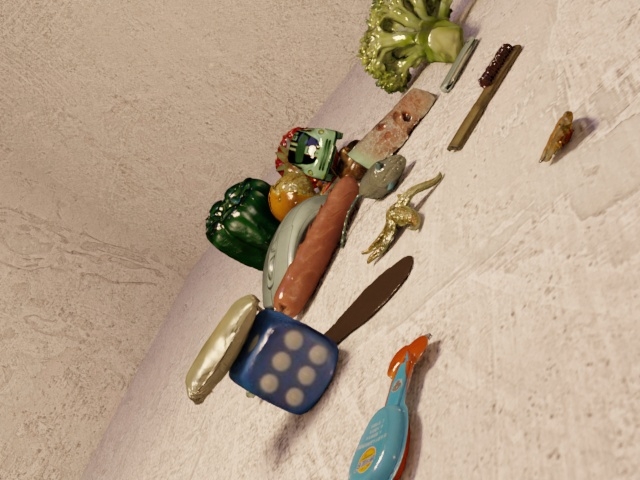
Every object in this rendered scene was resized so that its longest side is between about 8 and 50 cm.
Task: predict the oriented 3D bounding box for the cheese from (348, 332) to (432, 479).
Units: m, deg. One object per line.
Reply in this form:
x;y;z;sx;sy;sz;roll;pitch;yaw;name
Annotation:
0.087;0.222;0.894;0.106;0.037;0.256;-40;18;46;cheese

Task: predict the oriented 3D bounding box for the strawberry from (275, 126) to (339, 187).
-0.021;-0.268;2.263;0.205;0.205;0.244;-47;-8;34;strawberry

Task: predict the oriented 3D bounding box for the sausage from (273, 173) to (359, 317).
0.002;0.000;1.680;0.088;0.088;0.433;-37;23;55;sausage

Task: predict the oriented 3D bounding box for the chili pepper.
-0.192;-0.041;2.119;0.233;0.256;0.249;-43;18;28;chili pepper

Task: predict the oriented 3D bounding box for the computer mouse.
-0.061;0.019;1.801;0.188;0.121;0.371;-37;25;56;computer mouse

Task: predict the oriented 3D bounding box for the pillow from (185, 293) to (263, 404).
-0.166;0.182;1.216;0.208;0.053;0.119;-57;16;-5;pillow

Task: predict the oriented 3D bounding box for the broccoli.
0.250;-0.528;1.934;0.353;0.274;0.397;113;160;-50;broccoli

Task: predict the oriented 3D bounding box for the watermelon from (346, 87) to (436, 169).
0.183;-0.279;1.759;0.241;0.094;0.154;-49;4;23;watermelon

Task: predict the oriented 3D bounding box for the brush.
0.304;-0.275;1.369;0.248;0.036;0.043;-57;8;-10;brush

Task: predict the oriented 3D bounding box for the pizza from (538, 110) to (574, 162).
0.321;-0.136;0.970;0.078;0.025;0.083;-67;-9;16;pizza

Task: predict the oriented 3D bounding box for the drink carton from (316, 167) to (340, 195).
0.035;-0.152;2.009;0.071;0.056;0.166;-47;14;8;drink carton

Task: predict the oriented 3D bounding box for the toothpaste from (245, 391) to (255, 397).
-0.119;0.247;1.571;0.268;0.047;0.069;-71;1;-58;toothpaste

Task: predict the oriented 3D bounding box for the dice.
-0.064;0.204;1.232;0.143;0.146;0.146;-62;16;-8;dice

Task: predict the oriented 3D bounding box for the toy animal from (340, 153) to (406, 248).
0.103;-0.099;1.601;0.253;0.070;0.079;-51;-3;31;toy animal

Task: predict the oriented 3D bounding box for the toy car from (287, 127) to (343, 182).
-0.026;-0.245;1.976;0.306;0.125;0.136;-137;61;-76;toy car

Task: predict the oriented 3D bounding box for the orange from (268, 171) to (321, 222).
-0.067;-0.111;1.985;0.156;0.134;0.157;-4;85;40;orange

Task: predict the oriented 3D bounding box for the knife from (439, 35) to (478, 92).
0.322;-0.408;1.669;0.162;0.023;0.044;-59;11;-16;knife

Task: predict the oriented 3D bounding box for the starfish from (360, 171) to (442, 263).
0.148;-0.048;1.365;0.223;0.050;0.217;-46;7;16;starfish

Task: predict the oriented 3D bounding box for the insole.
0.059;0.135;1.286;0.328;0.007;0.111;-48;13;30;insole

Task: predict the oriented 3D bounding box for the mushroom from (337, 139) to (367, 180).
0.088;-0.208;1.893;0.109;0.084;0.126;94;-179;-51;mushroom
